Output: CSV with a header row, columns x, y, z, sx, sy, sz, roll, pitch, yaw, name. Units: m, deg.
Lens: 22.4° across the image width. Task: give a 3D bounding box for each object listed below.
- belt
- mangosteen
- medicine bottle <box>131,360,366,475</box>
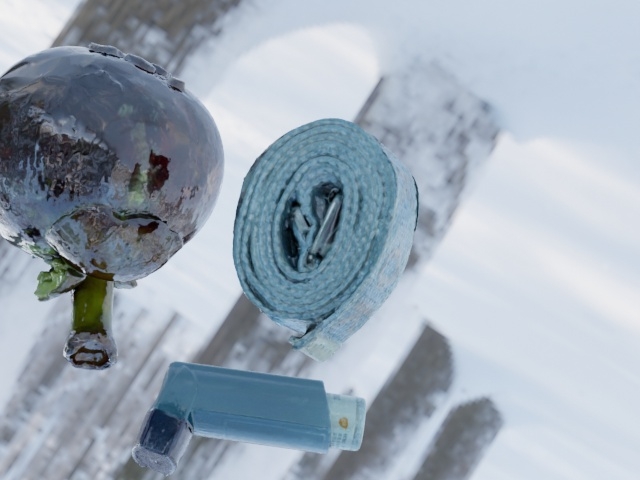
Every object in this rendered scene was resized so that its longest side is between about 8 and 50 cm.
x,y,z,sx,sy,sz,roll,pitch,yaw,name
0.004,-0.008,1.274,0.147,0.163,0.082,44,-178,28,belt
-0.209,-0.032,1.438,0.231,0.289,0.231,10,170,2,mangosteen
-0.080,0.207,1.829,0.258,0.124,0.079,6,152,-4,medicine bottle
